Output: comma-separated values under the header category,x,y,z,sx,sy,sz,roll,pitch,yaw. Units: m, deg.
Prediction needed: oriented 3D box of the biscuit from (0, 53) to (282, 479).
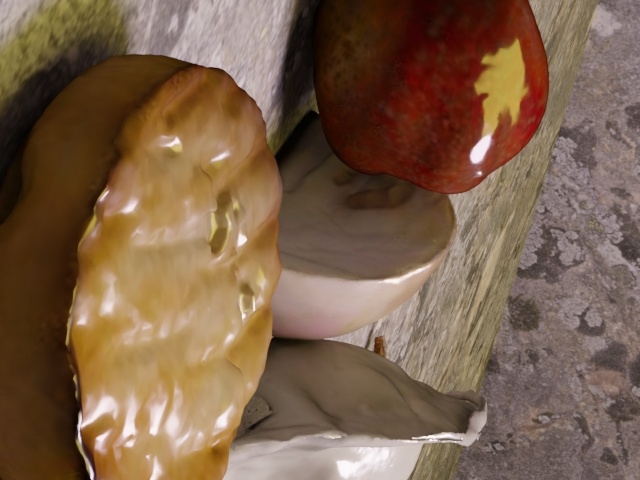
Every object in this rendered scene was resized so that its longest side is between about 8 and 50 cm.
category,x,y,z,sx,sy,sz,roll,pitch,yaw
biscuit,-0.113,0.036,1.042,0.296,0.102,0.296,7,90,-69

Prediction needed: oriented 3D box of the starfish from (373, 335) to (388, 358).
category,x,y,z,sx,sy,sz,roll,pitch,yaw
starfish,0.042,0.239,2.344,0.227,0.043,0.240,-61,170,-23

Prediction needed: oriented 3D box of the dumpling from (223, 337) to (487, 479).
category,x,y,z,sx,sy,sz,roll,pitch,yaw
dumpling,0.011,0.165,1.548,0.341,0.260,0.181,55,29,-61

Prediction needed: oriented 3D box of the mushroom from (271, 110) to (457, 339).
category,x,y,z,sx,sy,sz,roll,pitch,yaw
mushroom,0.021,0.018,1.541,0.236,0.173,0.162,-57,166,-45

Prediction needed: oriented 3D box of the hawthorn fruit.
category,x,y,z,sx,sy,sz,roll,pitch,yaw
hawthorn fruit,0.096,-0.169,1.459,0.208,0.208,0.248,-53,159,-51
